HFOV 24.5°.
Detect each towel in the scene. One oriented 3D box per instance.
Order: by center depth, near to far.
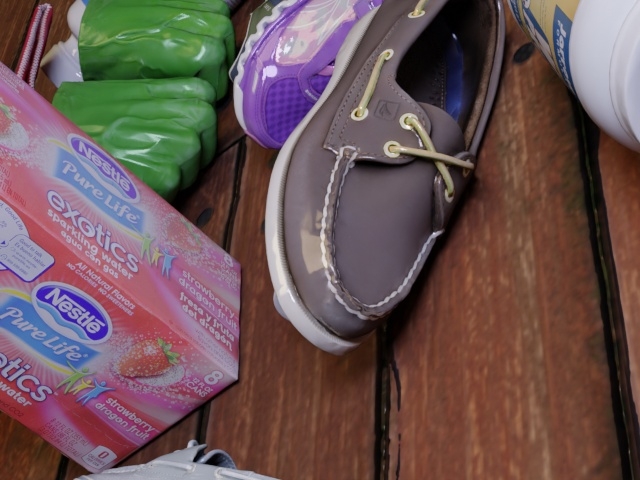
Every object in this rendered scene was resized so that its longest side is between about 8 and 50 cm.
[{"bbox_3d":[-0.304,-0.071,1.446,0.199,0.031,0.275,-94,20,-54],"label":"towel"}]

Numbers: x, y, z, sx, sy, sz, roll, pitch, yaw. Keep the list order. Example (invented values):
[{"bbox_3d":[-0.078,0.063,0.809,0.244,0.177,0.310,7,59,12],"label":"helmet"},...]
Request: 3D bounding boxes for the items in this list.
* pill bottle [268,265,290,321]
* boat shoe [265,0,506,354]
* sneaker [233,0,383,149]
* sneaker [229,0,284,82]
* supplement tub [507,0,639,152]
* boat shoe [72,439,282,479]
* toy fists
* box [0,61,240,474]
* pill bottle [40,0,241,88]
[{"bbox_3d":[0.000,0.000,1.024,0.067,0.067,0.120,-29,34,33],"label":"pill bottle"},{"bbox_3d":[0.054,-0.065,0.985,0.096,0.116,0.324,-28,28,39],"label":"boat shoe"},{"bbox_3d":[0.029,-0.166,1.174,0.236,0.095,0.104,-49,35,-3],"label":"sneaker"},{"bbox_3d":[-0.026,-0.211,1.327,0.086,0.064,0.192,-8,51,45],"label":"sneaker"},{"bbox_3d":[0.195,-0.133,0.832,0.144,0.144,0.200,-42,28,13],"label":"supplement tub"},{"bbox_3d":[-0.077,0.170,0.923,0.227,0.079,0.081,3,47,50],"label":"boat shoe"},{"bbox_3d":[-0.152,-0.134,1.343,0.142,0.096,0.279,-1,41,8],"label":"toy fists"},{"bbox_3d":[-0.210,0.011,1.059,0.154,0.300,0.142,-36,30,23],"label":"box"},{"bbox_3d":[-0.179,-0.230,1.508,0.221,0.124,0.124,-47,28,6],"label":"pill bottle"}]
